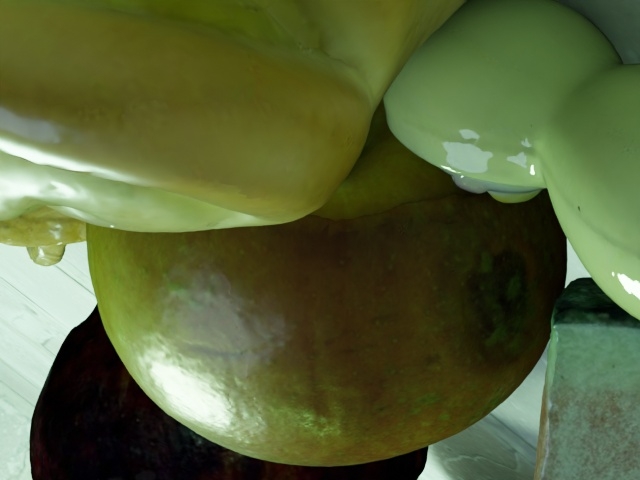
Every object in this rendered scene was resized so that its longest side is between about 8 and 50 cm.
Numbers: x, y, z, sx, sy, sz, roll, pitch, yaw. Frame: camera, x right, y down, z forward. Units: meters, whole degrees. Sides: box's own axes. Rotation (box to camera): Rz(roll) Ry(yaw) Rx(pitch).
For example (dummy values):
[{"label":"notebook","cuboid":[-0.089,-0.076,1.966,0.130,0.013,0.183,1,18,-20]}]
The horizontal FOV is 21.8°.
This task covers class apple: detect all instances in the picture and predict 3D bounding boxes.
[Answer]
[{"label":"apple","cuboid":[0.000,0.000,0.822,0.237,0.237,0.207,27,152,25]}]

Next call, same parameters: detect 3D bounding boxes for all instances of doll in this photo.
[{"label":"doll","cuboid":[0.131,-0.030,0.674,0.296,0.141,0.117,24,128,45]}]

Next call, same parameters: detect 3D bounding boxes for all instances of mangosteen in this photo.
[{"label":"mangosteen","cuboid":[-0.061,0.153,1.181,0.311,0.311,0.311,32,161,12]}]

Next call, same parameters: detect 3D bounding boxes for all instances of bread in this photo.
[{"label":"bread","cuboid":[-0.103,-0.138,0.623,0.316,0.270,0.211,24,143,25]}]

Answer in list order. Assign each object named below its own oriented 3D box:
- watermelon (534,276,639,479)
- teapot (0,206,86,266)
[{"label":"watermelon","cuboid":[0.164,0.139,0.855,0.250,0.292,0.283,57,166,0]},{"label":"teapot","cuboid":[-0.157,-0.102,0.955,0.203,0.167,0.311,-6,150,-13]}]
